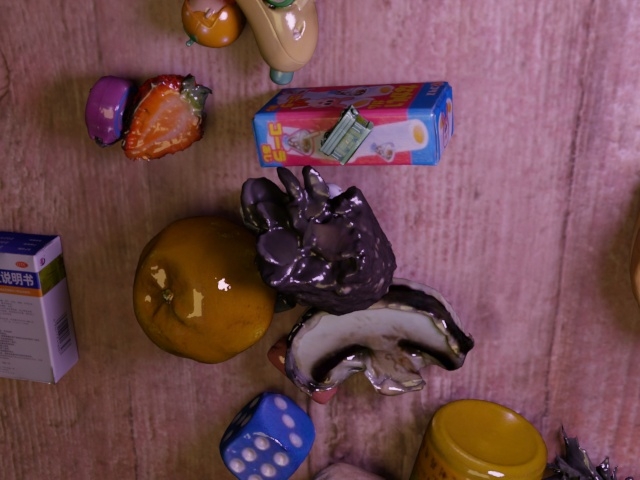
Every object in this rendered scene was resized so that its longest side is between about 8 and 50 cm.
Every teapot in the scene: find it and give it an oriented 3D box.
[{"bbox_3d":[-0.101,0.127,1.911,0.111,0.043,0.042,-23,105,30],"label":"teapot"}]

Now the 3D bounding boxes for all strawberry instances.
[{"bbox_3d":[-0.273,-0.227,1.774,0.141,0.085,0.192,11,124,-10],"label":"strawberry"}]

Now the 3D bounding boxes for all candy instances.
[{"bbox_3d":[0.058,-0.191,1.642,0.306,0.157,0.100,-1,114,18],"label":"candy"}]

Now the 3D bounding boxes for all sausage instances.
[{"bbox_3d":[-0.035,0.253,1.933,0.154,0.062,0.062,41,120,-4],"label":"sausage"}]

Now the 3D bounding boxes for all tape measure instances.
[{"bbox_3d":[-0.376,-0.233,1.788,0.074,0.118,0.125,16,114,9],"label":"tape measure"}]

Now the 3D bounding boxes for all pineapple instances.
[{"bbox_3d":[0.546,0.501,1.825,0.365,0.165,0.165,34,120,10],"label":"pineapple"}]

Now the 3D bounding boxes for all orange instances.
[{"bbox_3d":[-0.215,0.091,1.815,0.279,0.235,0.278,4,101,20],"label":"orange"}]

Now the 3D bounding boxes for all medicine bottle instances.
[{"bbox_3d":[0.265,0.507,1.863,0.225,0.224,0.384,18,119,9],"label":"medicine bottle"}]

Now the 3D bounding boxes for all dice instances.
[{"bbox_3d":[-0.105,0.401,1.982,0.146,0.146,0.143,41,117,-8],"label":"dice"}]

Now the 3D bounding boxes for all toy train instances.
[{"bbox_3d":[0.039,-0.164,1.549,0.056,0.038,0.093,35,120,-7],"label":"toy train"}]

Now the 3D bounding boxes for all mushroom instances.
[{"bbox_3d":[0.103,0.178,1.824,0.344,0.130,0.247,-22,115,27],"label":"mushroom"}]

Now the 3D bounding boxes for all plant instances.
[{"bbox_3d":[0.000,0.000,1.650,0.189,0.198,0.276,-18,143,27],"label":"plant"}]

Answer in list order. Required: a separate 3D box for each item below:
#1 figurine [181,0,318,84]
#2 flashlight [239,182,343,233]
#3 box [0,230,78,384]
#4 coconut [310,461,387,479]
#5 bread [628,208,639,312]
[{"bbox_3d":[-0.139,-0.404,1.633,0.324,0.124,0.222,40,123,0],"label":"figurine"},{"bbox_3d":[-0.049,-0.063,1.801,0.201,0.047,0.093,-10,111,19],"label":"flashlight"},{"bbox_3d":[-0.629,0.136,2.049,0.200,0.106,0.299,5,114,16],"label":"box"},{"bbox_3d":[0.051,0.563,1.976,0.224,0.224,0.224,7,116,15],"label":"coconut"},{"bbox_3d":[0.620,0.022,1.538,0.270,0.211,0.315,15,110,20],"label":"bread"}]
